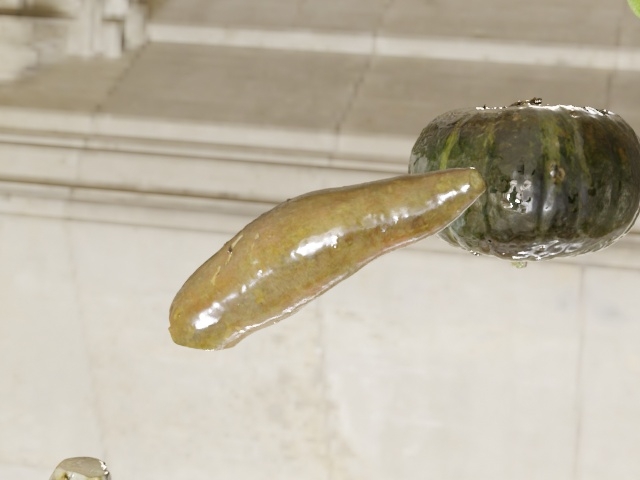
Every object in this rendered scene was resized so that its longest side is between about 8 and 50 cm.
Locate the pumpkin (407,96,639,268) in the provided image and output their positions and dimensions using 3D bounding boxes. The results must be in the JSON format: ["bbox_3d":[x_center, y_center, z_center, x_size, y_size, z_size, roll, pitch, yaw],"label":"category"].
[{"bbox_3d":[0.187,-0.052,1.504,0.223,0.223,0.157,-23,-63,-75],"label":"pumpkin"}]

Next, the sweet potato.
[{"bbox_3d":[0.000,0.000,1.136,0.077,0.243,0.077,52,-163,-23],"label":"sweet potato"}]

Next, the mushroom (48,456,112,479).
[{"bbox_3d":[-0.234,0.397,1.694,0.095,0.122,0.351,-7,-93,-38],"label":"mushroom"}]

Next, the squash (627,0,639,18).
[{"bbox_3d":[0.226,-0.159,0.790,0.066,0.201,0.066,21,-125,-32],"label":"squash"}]
